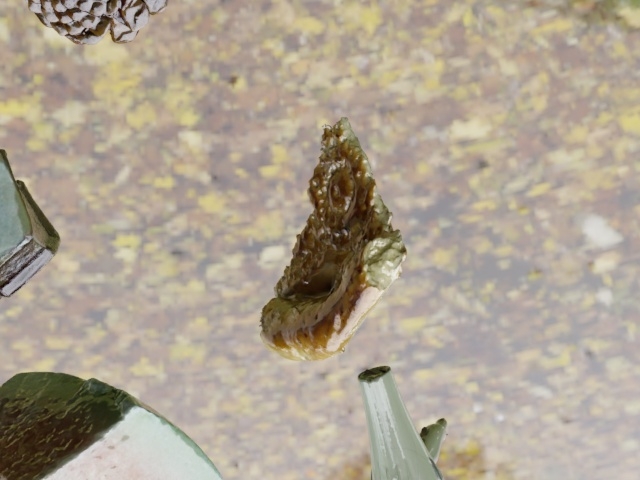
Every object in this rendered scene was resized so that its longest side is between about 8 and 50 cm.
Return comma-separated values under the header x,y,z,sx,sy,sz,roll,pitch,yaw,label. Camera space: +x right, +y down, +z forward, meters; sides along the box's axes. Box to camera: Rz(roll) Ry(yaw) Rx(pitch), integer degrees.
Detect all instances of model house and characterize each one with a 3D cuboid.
x,y,z,sx,sy,sz,roll,pitch,yaw,label
-0.357,0.011,1.424,0.165,0.106,0.152,-40,162,-5,model house

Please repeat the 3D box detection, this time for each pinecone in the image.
x,y,z,sx,sy,sz,roll,pitch,yaw,label
-0.180,-0.231,1.070,0.140,0.121,0.140,7,122,11,pinecone

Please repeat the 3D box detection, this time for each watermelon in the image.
x,y,z,sx,sy,sz,roll,pitch,yaw,label
-0.276,0.230,1.387,0.302,0.151,0.264,-25,-159,-39,watermelon

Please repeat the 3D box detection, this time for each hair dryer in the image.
x,y,z,sx,sy,sz,roll,pitch,yaw,label
0.103,0.223,1.557,0.088,0.225,0.219,-11,123,21,hair dryer

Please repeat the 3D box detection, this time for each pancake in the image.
x,y,z,sx,sy,sz,roll,pitch,yaw,label
0.000,0.000,1.339,0.057,0.245,0.266,0,174,-31,pancake
